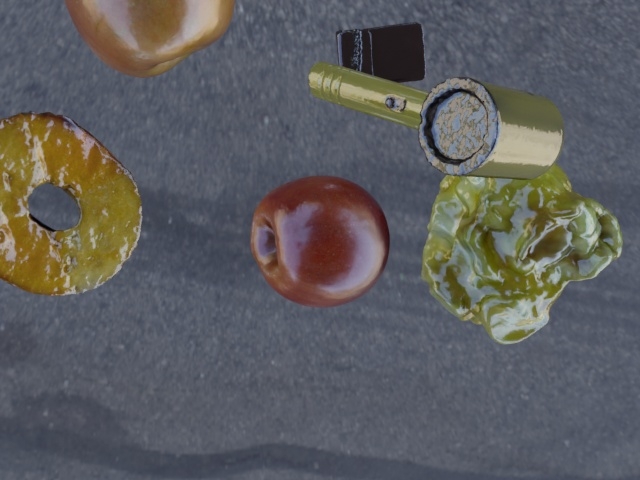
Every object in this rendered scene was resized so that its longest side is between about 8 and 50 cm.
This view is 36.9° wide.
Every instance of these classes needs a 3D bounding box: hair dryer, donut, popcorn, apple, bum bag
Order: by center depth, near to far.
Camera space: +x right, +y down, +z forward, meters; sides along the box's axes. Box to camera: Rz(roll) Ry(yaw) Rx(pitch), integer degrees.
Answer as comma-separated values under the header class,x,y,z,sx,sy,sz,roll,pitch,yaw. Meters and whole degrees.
class,x,y,z,sx,sy,sz,roll,pitch,yaw
donut,-0.278,-0.035,0.969,0.190,0.074,0.174,23,79,-29
hair dryer,0.102,-0.135,0.977,0.135,0.278,0.090,-2,110,-47
apple,-0.231,-0.336,1.302,0.253,0.253,0.254,-3,117,-5
apple,0.000,0.000,1.567,0.201,0.218,0.218,-9,121,-29
bum bag,0.108,-0.326,1.703,0.159,0.026,0.109,-8,109,-3
popcorn,0.348,0.003,1.763,0.292,0.294,0.334,29,120,-31
